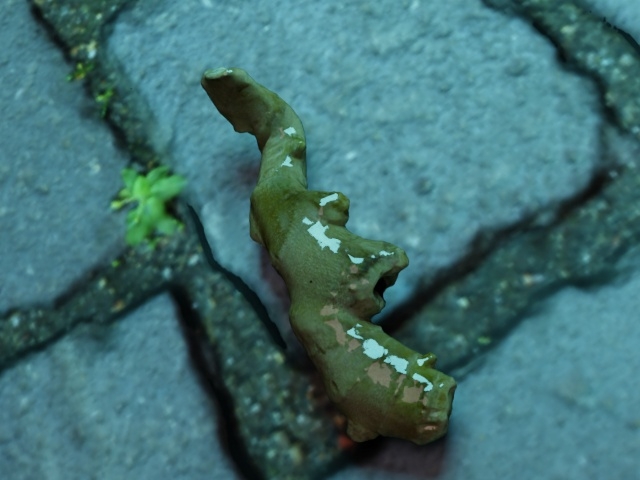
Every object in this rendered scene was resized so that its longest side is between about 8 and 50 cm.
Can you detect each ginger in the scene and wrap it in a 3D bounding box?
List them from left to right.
[{"bbox_3d":[0.000,0.000,0.803,0.089,0.075,0.288,-40,58,26],"label":"ginger"}]
